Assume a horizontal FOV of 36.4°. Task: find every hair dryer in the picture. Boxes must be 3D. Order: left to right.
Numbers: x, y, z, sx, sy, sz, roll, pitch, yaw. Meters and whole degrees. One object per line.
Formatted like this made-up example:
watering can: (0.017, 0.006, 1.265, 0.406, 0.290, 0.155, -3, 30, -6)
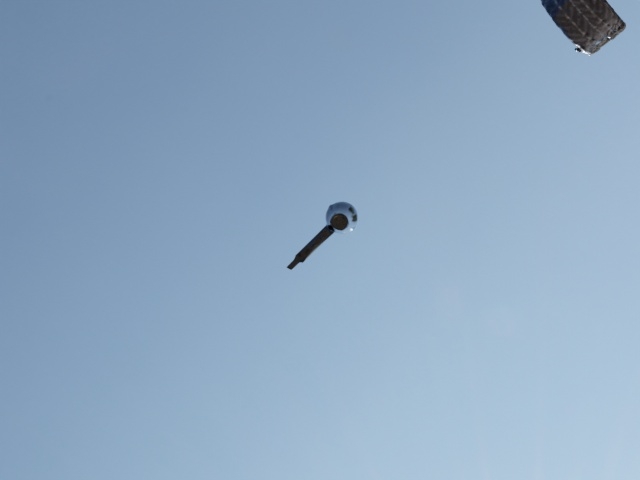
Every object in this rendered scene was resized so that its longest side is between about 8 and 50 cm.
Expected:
hair dryer: (0.000, 0.000, 0.876, 0.031, 0.079, 0.083, 43, -81, 0)

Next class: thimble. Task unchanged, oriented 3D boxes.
thimble: (0.324, -0.290, 1.221, 0.095, 0.066, 0.104, 11, -135, -55)
